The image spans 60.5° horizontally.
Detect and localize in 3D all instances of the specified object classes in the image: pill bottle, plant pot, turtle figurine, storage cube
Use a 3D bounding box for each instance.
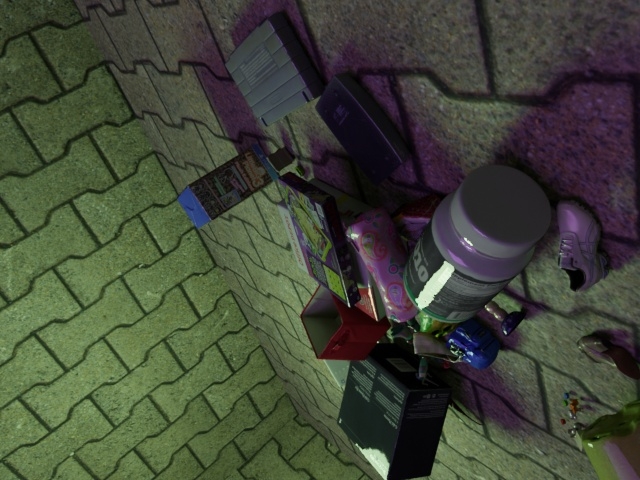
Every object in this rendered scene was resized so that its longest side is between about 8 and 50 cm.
[{"bbox_3d":[0.308,0.017,1.127,0.204,0.204,0.361,46,155,16],"label":"pill bottle"},{"bbox_3d":[0.660,0.460,1.068,0.254,0.276,0.276,60,159,14],"label":"plant pot"},{"bbox_3d":[0.313,0.321,1.673,0.234,0.118,0.175,48,-159,-17],"label":"turtle figurine"},{"bbox_3d":[0.078,0.258,1.780,0.184,0.193,0.215,-59,37,30],"label":"storage cube"}]

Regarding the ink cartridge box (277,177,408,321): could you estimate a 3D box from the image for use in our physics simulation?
[{"bbox_3d":[0.071,0.019,1.631,0.384,0.160,0.279,31,148,42],"label":"ink cartridge box"}]

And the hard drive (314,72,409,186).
[{"bbox_3d":[0.099,-0.265,1.309,0.255,0.054,0.172,52,157,2],"label":"hard drive"}]

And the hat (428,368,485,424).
[{"bbox_3d":[0.421,0.536,1.880,0.173,0.183,0.209,124,151,-55],"label":"hat"}]

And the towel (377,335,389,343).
[{"bbox_3d":[0.134,0.342,2.113,0.331,0.053,0.317,10,132,60],"label":"towel"}]

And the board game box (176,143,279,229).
[{"bbox_3d":[-0.327,-0.184,1.924,0.141,0.291,0.232,57,156,-8],"label":"board game box"}]

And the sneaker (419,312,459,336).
[{"bbox_3d":[0.316,0.179,1.506,0.296,0.109,0.124,79,175,-54],"label":"sneaker"}]

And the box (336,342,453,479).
[{"bbox_3d":[0.232,0.551,1.818,0.343,0.178,0.313,32,112,59],"label":"box"}]

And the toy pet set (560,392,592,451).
[{"bbox_3d":[0.638,0.441,1.322,0.114,0.065,0.122,-99,-3,-52],"label":"toy pet set"}]

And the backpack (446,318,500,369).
[{"bbox_3d":[0.406,0.273,1.442,0.120,0.098,0.101,40,150,29],"label":"backpack"}]

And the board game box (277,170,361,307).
[{"bbox_3d":[0.000,0.000,1.460,0.208,0.056,0.347,30,147,44],"label":"board game box"}]

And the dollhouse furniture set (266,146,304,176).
[{"bbox_3d":[-0.105,-0.216,1.737,0.152,0.076,0.058,52,156,0],"label":"dollhouse furniture set"}]

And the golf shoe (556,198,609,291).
[{"bbox_3d":[0.460,0.013,0.988,0.176,0.086,0.069,61,158,-15],"label":"golf shoe"}]

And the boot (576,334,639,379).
[{"bbox_3d":[0.589,0.242,1.134,0.118,0.042,0.087,50,163,10],"label":"boot"}]

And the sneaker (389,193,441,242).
[{"bbox_3d":[0.243,-0.048,1.326,0.093,0.088,0.225,51,167,-7],"label":"sneaker"}]

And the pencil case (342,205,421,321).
[{"bbox_3d":[0.164,0.057,1.344,0.284,0.124,0.124,62,157,-1],"label":"pencil case"}]

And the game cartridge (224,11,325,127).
[{"bbox_3d":[-0.133,-0.449,1.484,0.355,0.068,0.230,-2,118,63],"label":"game cartridge"}]

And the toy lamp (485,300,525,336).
[{"bbox_3d":[0.361,0.116,1.331,0.274,0.080,0.080,41,154,25],"label":"toy lamp"}]

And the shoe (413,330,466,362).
[{"bbox_3d":[0.346,0.310,1.520,0.218,0.058,0.076,21,146,-21],"label":"shoe"}]

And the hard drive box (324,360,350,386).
[{"bbox_3d":[0.053,0.465,2.307,0.232,0.089,0.181,61,-179,-20],"label":"hard drive box"}]
